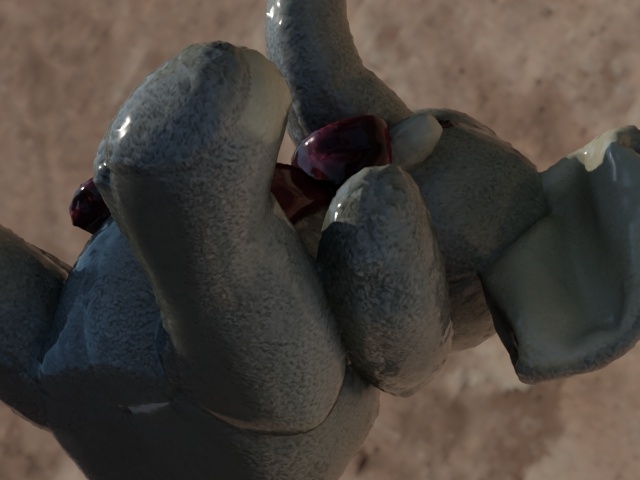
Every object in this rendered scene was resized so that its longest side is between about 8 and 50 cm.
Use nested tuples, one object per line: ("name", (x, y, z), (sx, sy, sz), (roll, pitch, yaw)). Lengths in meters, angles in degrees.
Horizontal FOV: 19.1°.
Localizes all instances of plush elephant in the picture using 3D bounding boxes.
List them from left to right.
("plush elephant", (0.000, 0.000, 0.835), (0.272, 0.330, 0.255), (-13, 30, 47))
